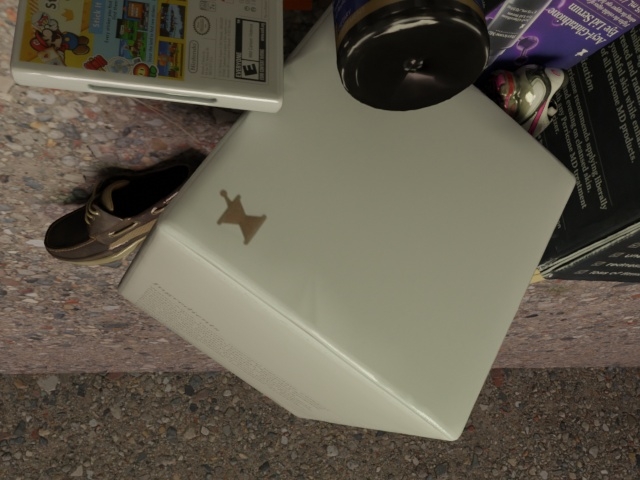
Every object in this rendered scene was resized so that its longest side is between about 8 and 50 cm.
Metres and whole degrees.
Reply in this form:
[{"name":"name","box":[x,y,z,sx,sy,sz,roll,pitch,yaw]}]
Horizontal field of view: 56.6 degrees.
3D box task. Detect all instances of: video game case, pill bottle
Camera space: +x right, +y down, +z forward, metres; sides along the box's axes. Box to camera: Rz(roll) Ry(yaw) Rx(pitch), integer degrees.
[{"name":"video game case","box":[-0.134,-0.223,0.502,0.206,0.227,0.026,3,163,-15]},{"name":"pill bottle","box":[0.069,-0.234,0.513,0.123,0.219,0.123,-3,157,-1]}]

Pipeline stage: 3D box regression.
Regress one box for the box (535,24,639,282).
[{"name":"box","box":[0.565,-0.149,0.685,0.480,0.297,0.472,4,159,-20]}]

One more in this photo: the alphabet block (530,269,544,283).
[{"name":"alphabet block","box":[0.338,-0.027,1.087,0.197,0.193,0.192,-21,153,37]}]

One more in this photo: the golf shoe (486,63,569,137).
[{"name":"golf shoe","box":[0.234,-0.133,0.699,0.086,0.067,0.186,-8,158,4]}]

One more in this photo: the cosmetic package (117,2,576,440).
[{"name":"cosmetic package","box":[0.000,0.000,0.717,0.327,0.329,0.394,38,157,-11]}]

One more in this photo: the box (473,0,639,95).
[{"name":"box","box":[0.216,-0.252,0.636,0.153,0.108,0.207,10,154,-31]}]

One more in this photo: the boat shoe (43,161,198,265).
[{"name":"boat shoe","box":[-0.337,-0.061,1.029,0.355,0.132,0.130,-18,145,12]}]

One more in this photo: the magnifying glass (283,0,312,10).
[{"name":"magnifying glass","box":[-0.124,-0.273,0.654,0.231,0.026,0.092,1,157,-6]}]
